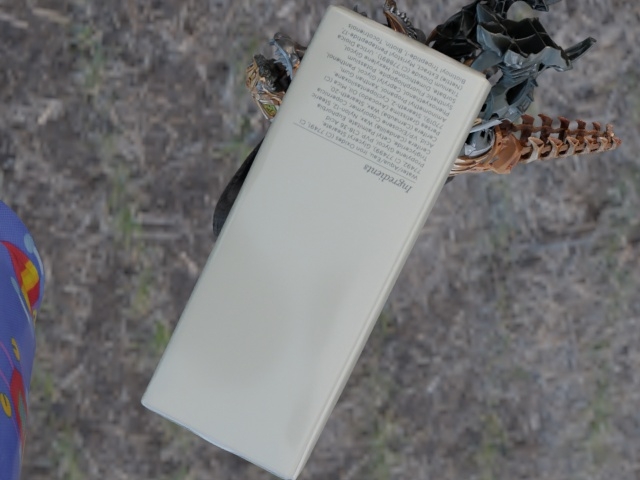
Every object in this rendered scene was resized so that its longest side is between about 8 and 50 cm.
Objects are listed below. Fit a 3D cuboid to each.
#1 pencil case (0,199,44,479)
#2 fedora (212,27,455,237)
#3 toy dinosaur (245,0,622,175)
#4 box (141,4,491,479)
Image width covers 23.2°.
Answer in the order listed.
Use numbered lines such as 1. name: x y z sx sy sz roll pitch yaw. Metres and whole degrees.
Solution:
1. pencil case: -0.192 0.077 0.667 0.133 0.306 0.119 4 115 -9
2. fedora: 0.035 -0.073 1.648 0.152 0.334 0.334 44 126 -12
3. toy dinosaur: 0.105 -0.131 1.287 0.322 0.164 0.218 -5 141 -40
4. box: 0.000 0.000 0.974 0.113 0.094 0.275 28 97 4
